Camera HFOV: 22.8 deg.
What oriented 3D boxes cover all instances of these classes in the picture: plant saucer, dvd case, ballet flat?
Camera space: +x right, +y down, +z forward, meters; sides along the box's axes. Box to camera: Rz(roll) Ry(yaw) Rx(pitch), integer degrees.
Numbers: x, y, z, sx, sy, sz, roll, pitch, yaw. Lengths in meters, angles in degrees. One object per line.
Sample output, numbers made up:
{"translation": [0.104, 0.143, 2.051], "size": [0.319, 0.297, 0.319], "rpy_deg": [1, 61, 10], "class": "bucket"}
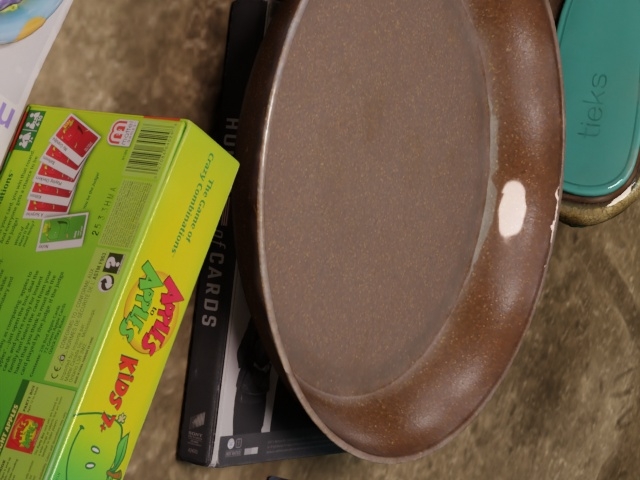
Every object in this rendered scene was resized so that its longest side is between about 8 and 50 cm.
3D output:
{"translation": [0.044, -0.037, 0.858], "size": [0.311, 0.050, 0.310], "rpy_deg": [-17, 112, -53], "class": "plant saucer"}
{"translation": [0.000, 0.000, 0.871], "size": [0.179, 0.030, 0.238], "rpy_deg": [6, 91, -56], "class": "dvd case"}
{"translation": [0.203, -0.175, 1.077], "size": [0.123, 0.123, 0.348], "rpy_deg": [26, 75, -55], "class": "ballet flat"}

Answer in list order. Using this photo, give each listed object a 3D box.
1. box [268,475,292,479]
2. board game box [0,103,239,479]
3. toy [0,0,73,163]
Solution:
{"translation": [-0.022, 0.212, 0.884], "size": [0.094, 0.027, 0.137], "rpy_deg": [-52, 136, -36], "class": "box"}
{"translation": [-0.109, 0.036, 0.659], "size": [0.043, 0.092, 0.181], "rpy_deg": [41, 63, -51], "class": "board game box"}
{"translation": [-0.117, -0.151, 0.642], "size": [0.137, 0.056, 0.237], "rpy_deg": [39, 65, -51], "class": "toy"}
